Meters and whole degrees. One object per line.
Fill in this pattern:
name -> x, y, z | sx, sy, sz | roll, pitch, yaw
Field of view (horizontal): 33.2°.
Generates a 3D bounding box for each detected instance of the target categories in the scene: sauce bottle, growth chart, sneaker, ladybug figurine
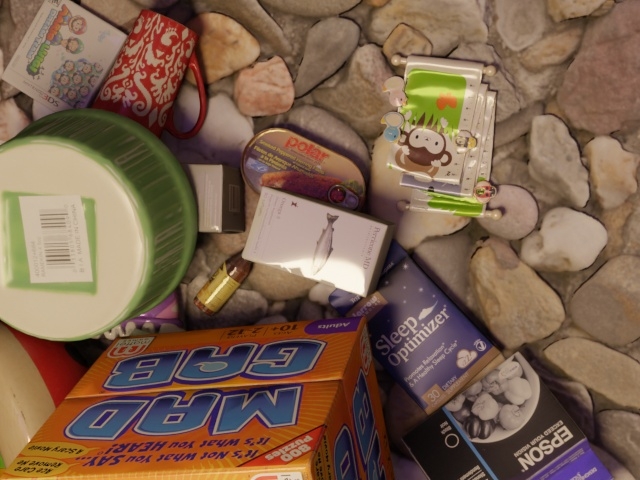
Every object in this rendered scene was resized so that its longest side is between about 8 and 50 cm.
sauce bottle -> -0.131, 0.052, 1.560 | 0.042, 0.042, 0.128 | 41, 94, 8
growth chart -> 0.169, -0.146, 1.516 | 0.172, 0.021, 0.237 | 0, 89, 12
sneaker -> -0.309, 0.094, 1.572 | 0.237, 0.095, 0.104 | 2, 85, 5
ladybug figurine -> -0.379, 0.302, 1.502 | 0.162, 0.305, 0.449 | -18, 99, -29

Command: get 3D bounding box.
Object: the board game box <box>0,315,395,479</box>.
board game box -> -0.113, 0.339, 1.328 | 0.357, 0.356, 0.356 | -6, 110, 14

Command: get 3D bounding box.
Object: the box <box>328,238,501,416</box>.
box -> 0.127, 0.120, 1.515 | 0.136, 0.036, 0.225 | -44, 81, 7

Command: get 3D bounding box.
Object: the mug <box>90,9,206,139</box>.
mug -> -0.239, -0.232, 1.565 | 0.113, 0.150, 0.169 | 23, 90, 46

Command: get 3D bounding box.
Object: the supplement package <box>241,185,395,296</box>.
supplement package -> 0.000, 0.000, 1.468 | 0.179, 0.105, 0.105 | 17, 94, 10

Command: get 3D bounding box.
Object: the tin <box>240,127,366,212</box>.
tin -> -0.023, -0.091, 1.543 | 0.190, 0.040, 0.106 | 27, 99, 9

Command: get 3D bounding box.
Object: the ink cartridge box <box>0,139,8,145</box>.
ink cartridge box -> -0.417, -0.093, 1.561 | 0.092, 0.143, 0.089 | 8, 91, 11

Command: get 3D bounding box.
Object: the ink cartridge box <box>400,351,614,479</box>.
ink cartridge box -> 0.248, 0.292, 1.446 | 0.206, 0.045, 0.208 | -37, 67, 0

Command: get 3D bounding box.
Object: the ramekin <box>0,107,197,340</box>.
ramekin -> -0.328, -0.015, 1.417 | 0.304, 0.148, 0.303 | 3, 104, 10

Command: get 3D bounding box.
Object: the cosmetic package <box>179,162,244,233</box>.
cosmetic package -> -0.237, -0.062, 1.538 | 0.238, 0.127, 0.107 | 0, 90, 12

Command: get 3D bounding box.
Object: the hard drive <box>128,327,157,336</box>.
hard drive -> -0.136, 0.257, 1.517 | 0.308, 0.040, 0.203 | 15, 113, 5

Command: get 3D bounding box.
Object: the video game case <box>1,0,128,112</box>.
video game case -> -0.385, -0.276, 1.620 | 0.143, 0.019, 0.157 | 32, 95, 9
